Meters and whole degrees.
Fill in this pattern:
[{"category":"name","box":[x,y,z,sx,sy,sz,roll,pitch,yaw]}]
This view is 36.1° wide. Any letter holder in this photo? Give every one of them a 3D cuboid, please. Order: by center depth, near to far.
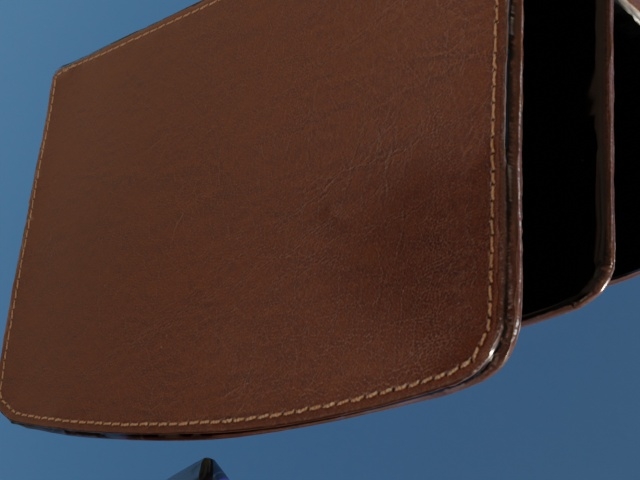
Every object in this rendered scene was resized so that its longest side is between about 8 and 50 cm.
[{"category":"letter holder","box":[0.000,0.000,0.472,0.302,0.152,0.214,-13,-117,40]}]

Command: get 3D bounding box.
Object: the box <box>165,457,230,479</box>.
[{"category":"box","box":[-0.117,0.252,0.433,0.270,0.165,0.143,-34,-170,6]}]
